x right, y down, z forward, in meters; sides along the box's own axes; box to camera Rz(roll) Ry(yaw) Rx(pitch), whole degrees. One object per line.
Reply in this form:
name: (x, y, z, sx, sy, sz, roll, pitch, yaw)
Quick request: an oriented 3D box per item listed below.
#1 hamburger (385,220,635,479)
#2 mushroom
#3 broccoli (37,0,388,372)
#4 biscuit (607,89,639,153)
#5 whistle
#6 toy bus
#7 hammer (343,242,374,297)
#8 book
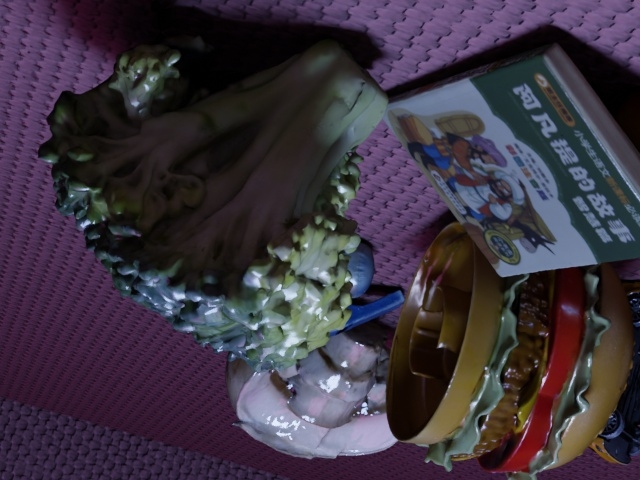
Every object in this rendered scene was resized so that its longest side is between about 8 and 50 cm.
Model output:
hamburger: (0.208, 0.116, 1.867, 0.212, 0.274, 0.274, 14, 164, -14)
mushroom: (-0.002, 0.157, 2.355, 0.254, 0.189, 0.195, 14, 121, -26)
broccoli: (-0.073, -0.062, 1.554, 0.293, 0.281, 0.348, 45, -172, -23)
biscuit: (0.379, -0.032, 1.529, 0.326, 0.107, 0.326, 15, 161, 5)
whistle: (0.017, 0.072, 2.232, 0.158, 0.090, 0.090, -24, 168, -11)
toy bus: (0.322, 0.145, 1.983, 0.088, 0.194, 0.083, 6, 162, 35)
hammer: (0.000, 0.000, 2.023, 0.116, 0.069, 0.194, 12, 155, 10)
book: (0.176, -0.061, 1.541, 0.202, 0.027, 0.264, 53, 154, -13)
